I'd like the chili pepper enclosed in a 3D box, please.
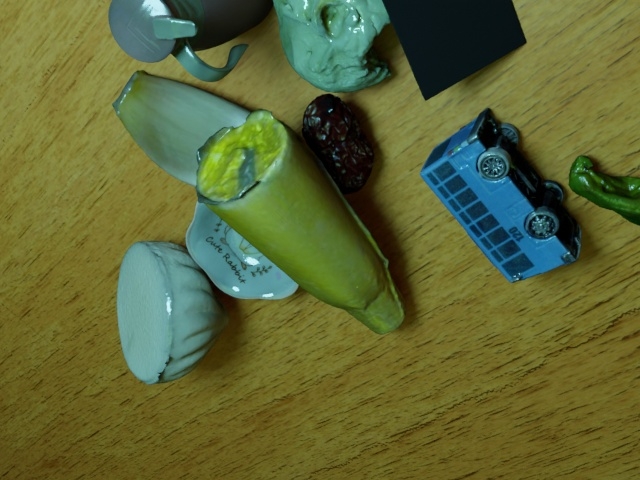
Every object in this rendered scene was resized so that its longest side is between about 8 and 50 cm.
[{"bbox_3d":[0.443,-0.056,0.976,0.204,0.072,0.073,19,123,10],"label":"chili pepper"}]

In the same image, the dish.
[{"bbox_3d":[-0.114,-0.008,1.216,0.229,0.081,0.229,8,120,14],"label":"dish"}]

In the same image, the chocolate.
[{"bbox_3d":[0.000,0.000,1.081,0.162,0.162,0.445,-16,138,28],"label":"chocolate"}]

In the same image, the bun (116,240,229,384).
[{"bbox_3d":[-0.255,0.127,1.295,0.263,0.175,0.263,2,93,54],"label":"bun"}]

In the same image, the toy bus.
[{"bbox_3d":[0.263,-0.056,1.021,0.133,0.116,0.234,-34,102,34],"label":"toy bus"}]

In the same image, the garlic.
[{"bbox_3d":[-0.196,-0.168,1.126,0.318,0.112,0.143,26,103,12],"label":"garlic"}]

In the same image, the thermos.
[{"bbox_3d":[-0.162,-0.305,0.933,0.176,0.265,0.146,46,125,-12],"label":"thermos"}]

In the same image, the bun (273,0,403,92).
[{"bbox_3d":[0.031,-0.296,0.952,0.204,0.126,0.212,1,121,22],"label":"bun"}]

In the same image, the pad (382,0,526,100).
[{"bbox_3d":[0.156,-0.326,0.897,0.170,0.006,0.245,-31,111,-7],"label":"pad"}]

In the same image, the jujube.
[{"bbox_3d":[0.026,-0.147,1.057,0.104,0.104,0.166,2,133,20],"label":"jujube"}]
